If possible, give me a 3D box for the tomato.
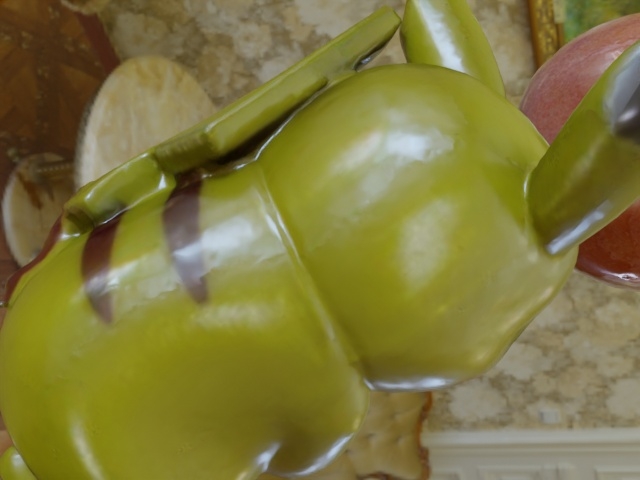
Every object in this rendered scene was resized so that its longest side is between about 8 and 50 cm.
[{"bbox_3d":[0.298,-0.078,0.782,0.256,0.225,0.255,28,57,-55],"label":"tomato"}]

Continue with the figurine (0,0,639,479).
[{"bbox_3d":[-0.006,0.004,0.409,0.169,0.327,0.218,60,7,-31],"label":"figurine"}]
